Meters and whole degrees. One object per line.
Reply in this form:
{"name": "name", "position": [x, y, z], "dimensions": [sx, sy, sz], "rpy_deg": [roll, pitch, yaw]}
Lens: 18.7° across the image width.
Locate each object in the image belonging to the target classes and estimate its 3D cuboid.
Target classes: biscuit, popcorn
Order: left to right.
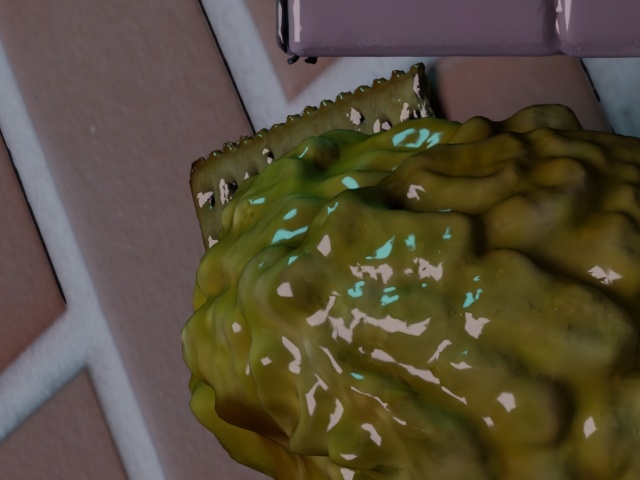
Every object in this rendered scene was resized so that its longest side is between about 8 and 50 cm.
{"name": "biscuit", "position": [0.001, 0.000, 1.035], "dimensions": [0.203, 0.016, 0.144], "rpy_deg": [-17, 83, 49]}
{"name": "popcorn", "position": [0.065, 0.060, 0.826], "dimensions": [0.270, 0.224, 0.258], "rpy_deg": [50, 146, 21]}

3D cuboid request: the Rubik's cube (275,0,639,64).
{"name": "Rubik's cube", "position": [0.093, -0.175, 0.695], "dimensions": [0.231, 0.221, 0.224], "rpy_deg": [-93, 1, -83]}
